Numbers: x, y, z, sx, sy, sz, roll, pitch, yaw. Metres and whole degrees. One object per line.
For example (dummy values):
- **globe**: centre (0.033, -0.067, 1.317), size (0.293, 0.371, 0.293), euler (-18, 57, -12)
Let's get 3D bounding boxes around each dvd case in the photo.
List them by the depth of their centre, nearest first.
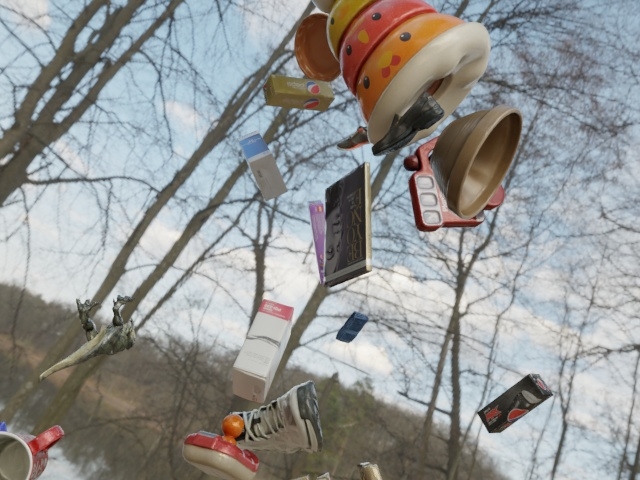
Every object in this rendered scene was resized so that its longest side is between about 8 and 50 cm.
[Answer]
- **dvd case**: centre (0.052, -0.027, 1.135), size (0.018, 0.222, 0.164), euler (9, -19, -27)

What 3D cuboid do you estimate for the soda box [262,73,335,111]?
- **soda box**: centre (-0.057, -0.386, 1.478), size (0.181, 0.058, 0.061), euler (-3, -23, -31)

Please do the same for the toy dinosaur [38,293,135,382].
- **toy dinosaur**: centre (-0.389, 0.160, 0.998), size (0.064, 0.118, 0.268), euler (10, 5, 13)

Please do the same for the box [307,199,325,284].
- **box**: centre (0.000, 0.000, 2.107), size (0.057, 0.294, 0.201), euler (-9, 8, -2)

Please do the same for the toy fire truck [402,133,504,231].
- **toy fire truck**: centre (0.372, -0.174, 1.646), size (0.253, 0.302, 0.169), euler (-2, -18, -19)

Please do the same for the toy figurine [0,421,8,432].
- **toy figurine**: centre (-0.836, 0.440, 1.283), size (0.362, 0.191, 0.217), euler (5, -62, -10)

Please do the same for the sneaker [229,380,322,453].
- **sneaker**: centre (-0.135, 0.519, 1.555), size (0.257, 0.169, 0.448), euler (-4, -30, -8)

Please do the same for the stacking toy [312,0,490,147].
- **stacking toy**: centre (0.125, -0.482, 1.339), size (0.480, 0.350, 0.351), euler (50, -16, 18)

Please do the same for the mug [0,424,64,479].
- **mug**: centre (-0.524, 0.389, 0.983), size (0.150, 0.113, 0.169), euler (-2, -17, -15)

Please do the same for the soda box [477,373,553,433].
- **soda box**: centre (0.448, 0.379, 1.302), size (0.053, 0.060, 0.169), euler (15, -54, -41)

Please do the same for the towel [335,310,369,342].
- **towel**: centre (0.106, 0.291, 1.867), size (0.067, 0.119, 0.029), euler (21, 25, -28)

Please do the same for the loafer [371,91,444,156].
- **loafer**: centre (0.172, -0.237, 1.169), size (0.061, 0.170, 0.062), euler (60, 18, 9)

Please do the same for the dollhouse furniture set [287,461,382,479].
- **dollhouse furniture set**: centre (-0.069, 0.487, 0.784), size (0.361, 0.257, 0.394), euler (-15, -20, -4)

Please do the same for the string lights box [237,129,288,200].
- **string lights box**: centre (-0.183, -0.236, 1.732), size (0.260, 0.076, 0.133), euler (-121, -172, -60)

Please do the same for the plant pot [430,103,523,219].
- **plant pot**: centre (0.299, -0.170, 1.136), size (0.109, 0.237, 0.237), euler (31, -17, 28)

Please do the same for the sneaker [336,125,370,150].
- **sneaker**: centre (0.121, -0.334, 1.793), size (0.157, 0.061, 0.065), euler (-16, -62, 10)

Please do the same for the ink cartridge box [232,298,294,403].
- **ink cartridge box**: centre (-0.148, 0.287, 1.461), size (0.092, 0.218, 0.159), euler (16, -40, 5)

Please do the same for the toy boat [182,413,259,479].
- **toy boat**: centre (-0.236, 0.517, 1.428), size (0.150, 0.151, 0.231), euler (4, -34, 22)

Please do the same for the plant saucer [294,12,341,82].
- **plant saucer**: centre (0.007, -0.573, 1.679), size (0.199, 0.037, 0.200), euler (18, -59, 33)
